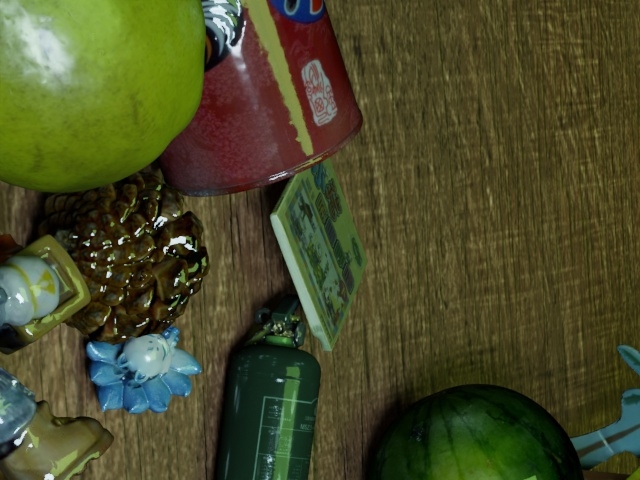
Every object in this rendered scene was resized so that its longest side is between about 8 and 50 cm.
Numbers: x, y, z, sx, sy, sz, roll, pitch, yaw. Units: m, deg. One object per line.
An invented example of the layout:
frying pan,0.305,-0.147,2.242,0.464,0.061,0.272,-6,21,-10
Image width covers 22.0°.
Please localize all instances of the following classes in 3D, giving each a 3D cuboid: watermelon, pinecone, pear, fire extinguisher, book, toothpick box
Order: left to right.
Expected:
pear,-0.232,-0.180,1.310,0.307,0.253,0.253,55,51,-39
pinecone,-0.174,0.016,1.470,0.174,0.174,0.173,-2,92,-50
toothpick box,-0.103,-0.231,1.508,0.204,0.204,0.333,-41,122,-42
fire extinguisher,-0.054,0.205,1.666,0.114,0.095,0.311,27,69,-75
book,0.000,0.000,1.733,0.192,0.013,0.168,-66,140,-58
watermelon,0.173,0.280,1.827,0.242,0.242,0.242,-2,92,-50

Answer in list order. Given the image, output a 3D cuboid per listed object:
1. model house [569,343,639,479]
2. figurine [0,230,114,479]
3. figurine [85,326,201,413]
model house,0.341,0.330,1.963,0.300,0.324,0.340,-31,114,-47
figurine,-0.300,0.022,1.227,0.382,0.261,0.186,51,52,-9
figurine,-0.173,0.119,1.526,0.114,0.079,0.114,18,57,-30
